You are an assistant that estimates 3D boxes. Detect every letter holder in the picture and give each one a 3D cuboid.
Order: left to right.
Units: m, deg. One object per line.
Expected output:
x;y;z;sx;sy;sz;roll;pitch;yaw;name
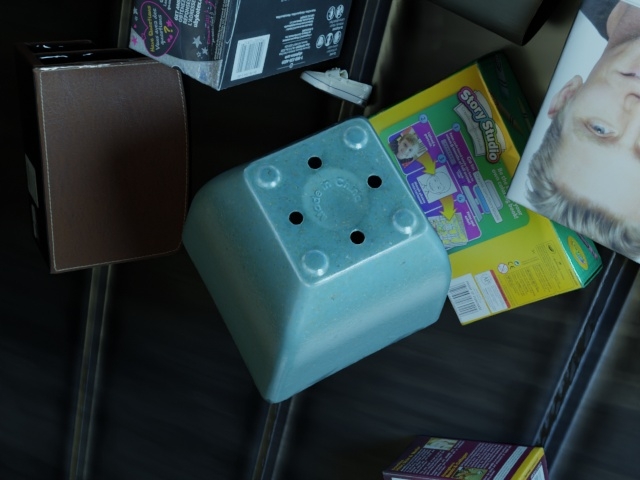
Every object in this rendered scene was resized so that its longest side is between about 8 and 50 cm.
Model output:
-0.315;-0.131;1.382;0.152;0.214;0.302;41;134;55;letter holder

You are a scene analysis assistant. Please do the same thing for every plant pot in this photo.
0.000;0.000;1.055;0.248;0.247;0.252;61;165;15;plant pot

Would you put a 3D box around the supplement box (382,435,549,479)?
0.191;0.320;1.229;0.188;0.104;0.081;-2;107;35;supplement box

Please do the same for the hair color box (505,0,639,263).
0.317;-0.162;0.856;0.174;0.105;0.347;29;123;22;hair color box

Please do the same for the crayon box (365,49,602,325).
0.188;-0.057;1.095;0.165;0.081;0.278;-23;94;38;crayon box

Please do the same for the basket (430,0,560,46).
0.150;-0.314;0.977;0.227;0.154;0.204;36;159;10;basket

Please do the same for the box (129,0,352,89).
-0.081;-0.287;1.081;0.142;0.247;0.163;29;122;24;box

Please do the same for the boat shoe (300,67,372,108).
0.021;-0.200;1.186;0.100;0.035;0.035;27;94;27;boat shoe
